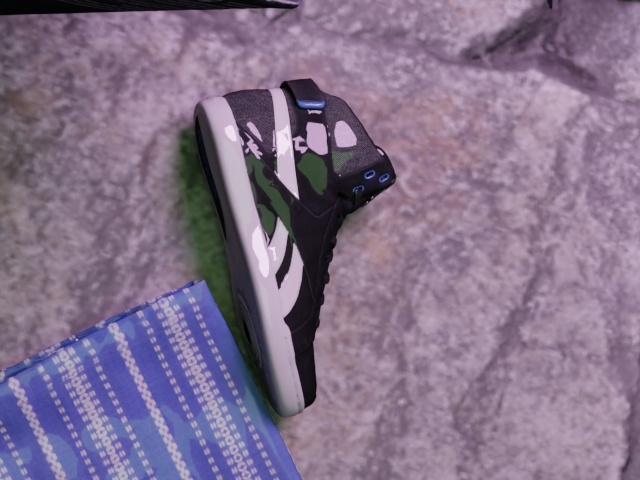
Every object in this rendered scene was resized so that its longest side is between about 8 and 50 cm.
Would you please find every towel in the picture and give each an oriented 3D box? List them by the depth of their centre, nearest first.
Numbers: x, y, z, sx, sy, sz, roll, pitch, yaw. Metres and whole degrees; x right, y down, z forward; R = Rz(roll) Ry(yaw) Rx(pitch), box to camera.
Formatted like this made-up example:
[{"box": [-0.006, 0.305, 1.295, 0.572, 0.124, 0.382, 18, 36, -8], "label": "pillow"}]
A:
[{"box": [-0.173, 0.199, 1.143, 0.336, 0.040, 0.243, -26, 100, -9], "label": "towel"}]

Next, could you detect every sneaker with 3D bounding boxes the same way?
[{"box": [0.000, 0.000, 1.168, 0.121, 0.079, 0.217, -15, 97, -15], "label": "sneaker"}]

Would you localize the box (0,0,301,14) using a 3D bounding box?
[{"box": [-0.182, -0.293, 0.922, 0.312, 0.179, 0.343, 2, 94, 21], "label": "box"}]
